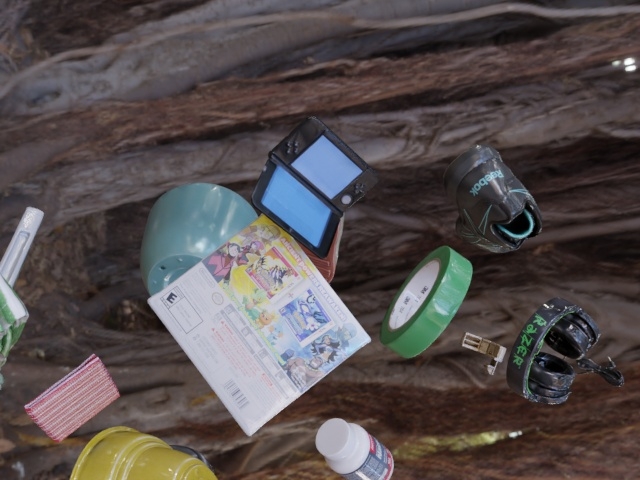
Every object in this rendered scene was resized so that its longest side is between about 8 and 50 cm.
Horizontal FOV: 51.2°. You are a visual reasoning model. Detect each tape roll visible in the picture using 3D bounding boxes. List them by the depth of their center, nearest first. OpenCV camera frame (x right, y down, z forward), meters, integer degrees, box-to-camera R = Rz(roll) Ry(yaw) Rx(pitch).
[{"bbox_3d":[0.284,0.167,1.826,0.077,0.321,0.321,33,3,-7],"label":"tape roll"}]

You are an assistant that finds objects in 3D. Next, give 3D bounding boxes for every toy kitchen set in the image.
[{"bbox_3d":[0.359,0.255,1.501,0.083,0.075,0.068,-166,-83,-81],"label":"toy kitchen set"}]

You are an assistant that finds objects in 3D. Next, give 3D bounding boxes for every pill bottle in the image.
[{"bbox_3d":[0.070,0.451,1.415,0.180,0.108,0.108,48,18,-40],"label":"pill bottle"}]

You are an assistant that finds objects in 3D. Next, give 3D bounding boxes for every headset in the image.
[{"bbox_3d":[0.580,0.279,1.569,0.185,0.243,0.394,29,4,40],"label":"headset"}]

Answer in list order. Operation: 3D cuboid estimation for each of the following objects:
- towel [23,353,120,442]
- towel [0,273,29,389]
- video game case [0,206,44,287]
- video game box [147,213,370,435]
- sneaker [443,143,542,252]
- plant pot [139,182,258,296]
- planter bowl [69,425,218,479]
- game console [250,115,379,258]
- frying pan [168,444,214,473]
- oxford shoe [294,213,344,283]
[{"bbox_3d":[-0.606,0.394,1.652,0.031,0.199,0.274,42,-26,20],"label":"towel"},{"bbox_3d":[-0.384,0.026,0.685,0.247,0.038,0.325,57,-34,3],"label":"towel"},{"bbox_3d":[-0.570,0.146,1.136,0.329,0.036,0.300,-57,-157,25],"label":"video game case"},{"bbox_3d":[-0.074,0.097,0.817,0.205,0.187,0.048,53,-3,4],"label":"video game box"},{"bbox_3d":[0.234,-0.024,0.879,0.106,0.101,0.267,54,9,30],"label":"sneaker"},{"bbox_3d":[-0.292,0.044,1.583,0.235,0.293,0.292,-88,169,-59],"label":"plant pot"},{"bbox_3d":[-0.153,0.287,0.678,0.217,0.090,0.217,-18,90,-77],"label":"planter bowl"},{"bbox_3d":[-0.003,-0.060,0.763,0.122,0.107,0.071,39,21,-29],"label":"game console"},{"bbox_3d":[-0.312,0.523,1.408,0.326,0.197,0.053,-145,-124,-66],"label":"frying pan"},{"bbox_3d":[0.000,0.000,1.820,0.397,0.141,0.146,111,2,-52],"label":"oxford shoe"}]
